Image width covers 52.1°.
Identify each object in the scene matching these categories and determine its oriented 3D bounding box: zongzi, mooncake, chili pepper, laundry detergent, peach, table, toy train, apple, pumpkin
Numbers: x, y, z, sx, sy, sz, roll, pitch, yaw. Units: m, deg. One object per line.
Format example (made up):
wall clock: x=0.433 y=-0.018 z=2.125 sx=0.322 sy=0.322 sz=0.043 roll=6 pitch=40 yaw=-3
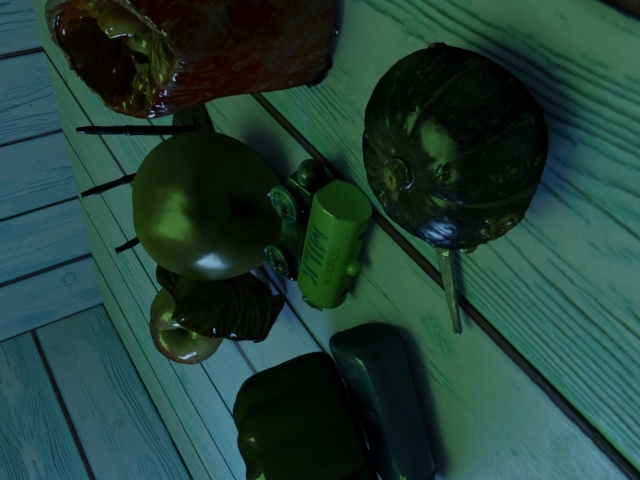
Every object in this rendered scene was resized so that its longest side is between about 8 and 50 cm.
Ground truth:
zongzi: x=-0.250 y=0.089 z=1.229 sx=0.285 sy=0.288 sz=0.134 roll=27 pitch=100 yaw=29
mooncake: x=-0.014 y=0.352 z=1.035 sx=0.351 sy=0.187 sz=0.352 roll=-22 pitch=-90 yaw=-89
chili pepper: x=-0.144 y=-0.256 z=0.821 sx=0.251 sy=0.305 sz=0.229 roll=20 pitch=133 yaw=45
laundry detergent: x=0.101 y=0.272 z=0.969 sx=0.143 sy=0.094 sz=0.290 roll=-1 pitch=108 yaw=66
peach: x=-0.328 y=0.194 z=1.663 sx=0.232 sy=0.232 sz=0.233 roll=43 pitch=144 yaw=42
table: x=-0.355 y=-0.121 z=1.381 sx=0.317 sy=0.248 sz=0.318 roll=43 pitch=144 yaw=42
toy train: x=0.000 y=0.000 z=0.974 sx=0.157 sy=0.105 sz=0.253 roll=40 pitch=145 yaw=21
apple: x=-0.190 y=-0.055 z=1.112 sx=0.262 sy=0.262 sz=0.263 roll=43 pitch=144 yaw=42
pumpkin: x=0.119 y=-0.082 z=0.608 sx=0.190 sy=0.146 sz=0.190 roll=43 pitch=164 yaw=15

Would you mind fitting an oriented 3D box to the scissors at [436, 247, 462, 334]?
scissors: x=0.147 y=0.011 z=0.767 sx=0.110 sy=0.021 sz=0.212 roll=10 pitch=117 yaw=57
